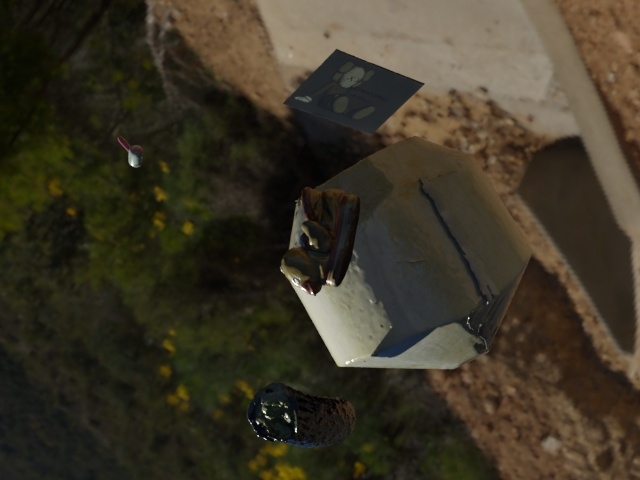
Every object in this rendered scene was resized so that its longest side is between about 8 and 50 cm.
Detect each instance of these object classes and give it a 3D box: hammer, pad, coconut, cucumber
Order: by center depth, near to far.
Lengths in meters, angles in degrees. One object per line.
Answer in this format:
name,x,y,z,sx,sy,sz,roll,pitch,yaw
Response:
cucumber,-0.007,0.209,1.321,0.067,0.067,0.245,19,176,26
coconut,0.114,0.035,1.485,0.323,0.323,0.323,25,161,9
pad,0.053,-0.222,1.721,0.190,0.004,0.127,13,136,-41
hammer,-0.415,-0.198,2.461,0.083,0.031,0.052,45,143,26

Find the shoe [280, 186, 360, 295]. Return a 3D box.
shoe,0.001,-0.002,1.186,0.069,0.109,0.072,19,-157,14
